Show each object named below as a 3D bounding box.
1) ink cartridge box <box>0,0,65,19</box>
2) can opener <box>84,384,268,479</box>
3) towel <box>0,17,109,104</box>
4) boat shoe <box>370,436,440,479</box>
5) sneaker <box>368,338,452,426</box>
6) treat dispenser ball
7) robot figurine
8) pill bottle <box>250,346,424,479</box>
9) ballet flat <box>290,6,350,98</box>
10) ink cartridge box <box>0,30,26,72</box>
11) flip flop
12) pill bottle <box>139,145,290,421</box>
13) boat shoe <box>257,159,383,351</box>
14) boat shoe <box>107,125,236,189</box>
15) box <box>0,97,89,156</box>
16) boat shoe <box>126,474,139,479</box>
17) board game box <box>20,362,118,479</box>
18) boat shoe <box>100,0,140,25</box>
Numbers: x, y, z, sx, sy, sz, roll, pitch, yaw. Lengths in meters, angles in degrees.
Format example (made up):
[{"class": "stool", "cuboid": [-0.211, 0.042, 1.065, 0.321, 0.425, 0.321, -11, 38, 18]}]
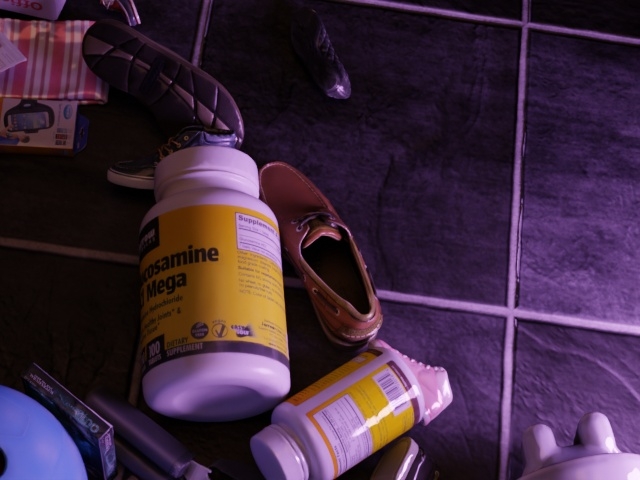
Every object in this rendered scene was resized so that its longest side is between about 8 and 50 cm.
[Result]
[{"class": "ink cartridge box", "cuboid": [-0.456, -0.497, 1.881, 0.198, 0.270, 0.197, 12, 54, 0]}, {"class": "can opener", "cuboid": [-0.185, 0.283, 1.651, 0.280, 0.074, 0.093, 33, 30, 9]}, {"class": "towel", "cuboid": [-0.409, -0.267, 1.917, 0.197, 0.029, 0.144, 1, 64, -6]}, {"class": "boat shoe", "cuboid": [0.078, 0.358, 1.624, 0.068, 0.081, 0.228, 41, 65, -17]}, {"class": "sneaker", "cuboid": [0.124, 0.178, 1.737, 0.070, 0.051, 0.134, -31, 74, -21]}, {"class": "treat dispenser ball", "cuboid": [-0.411, 0.304, 1.483, 0.288, 0.288, 0.288, 2, 63, -5]}, {"class": "robot figurine", "cuboid": [0.337, 0.393, 1.565, 0.300, 0.200, 0.353, -13, 64, 5]}, {"class": "pill bottle", "cuboid": [0.020, 0.232, 1.650, 0.215, 0.117, 0.117, -29, 70, -25]}, {"class": "ballet flat", "cuboid": [-0.003, -0.283, 1.967, 0.057, 0.049, 0.173, -30, 62, 16]}, {"class": "ink cartridge box", "cuboid": [-0.539, -0.251, 1.883, 0.179, 0.045, 0.145, -33, 63, -25]}, {"class": "flip flop", "cuboid": [-0.223, -0.222, 1.879, 0.277, 0.080, 0.112, 36, 105, 4]}, {"class": "pill bottle", "cuboid": [-0.143, 0.053, 1.694, 0.188, 0.188, 0.334, -2, 63, -7]}, {"class": "boat shoe", "cuboid": [0.000, 0.000, 1.782, 0.110, 0.104, 0.307, -27, 69, -18]}, {"class": "boat shoe", "cuboid": [-0.208, -0.120, 1.825, 0.183, 0.083, 0.065, -1, 19, -12]}, {"class": "box", "cuboid": [-0.405, -0.163, 1.866, 0.136, 0.028, 0.081, 1, 63, -3]}, {"class": "boat shoe", "cuboid": [-0.203, 0.362, 1.610, 0.048, 0.056, 0.153, -40, 72, -12]}, {"class": "board game box", "cuboid": [-0.306, 0.229, 1.589, 0.126, 0.186, 0.026, 36, 64, 13]}, {"class": "boat shoe", "cuboid": [-0.318, -0.373, 1.969, 0.043, 0.049, 0.137, -29, 67, -15]}]
